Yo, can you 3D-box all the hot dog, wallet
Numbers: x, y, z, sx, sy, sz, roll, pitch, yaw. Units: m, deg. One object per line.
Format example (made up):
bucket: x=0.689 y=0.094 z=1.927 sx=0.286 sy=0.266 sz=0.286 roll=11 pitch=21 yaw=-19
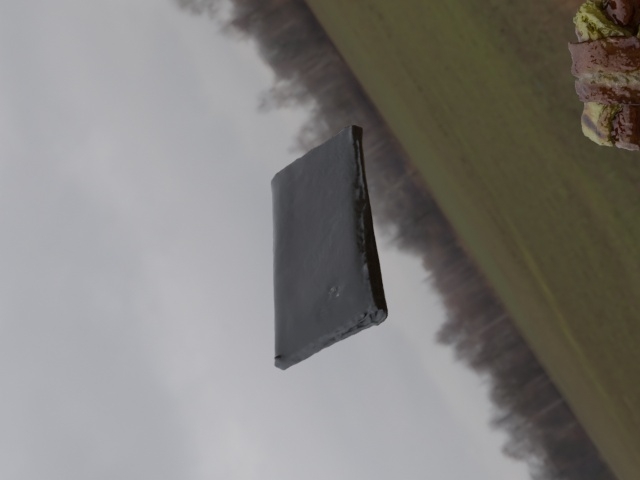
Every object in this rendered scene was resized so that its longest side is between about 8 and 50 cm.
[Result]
hot dog: x=0.404 y=-0.225 z=1.554 sx=0.103 sy=0.146 sz=0.213 roll=-160 pitch=59 yaw=-78
wallet: x=0.001 y=0.000 z=1.289 sx=0.030 sy=0.146 sz=0.285 roll=34 pitch=-144 yaw=-35
